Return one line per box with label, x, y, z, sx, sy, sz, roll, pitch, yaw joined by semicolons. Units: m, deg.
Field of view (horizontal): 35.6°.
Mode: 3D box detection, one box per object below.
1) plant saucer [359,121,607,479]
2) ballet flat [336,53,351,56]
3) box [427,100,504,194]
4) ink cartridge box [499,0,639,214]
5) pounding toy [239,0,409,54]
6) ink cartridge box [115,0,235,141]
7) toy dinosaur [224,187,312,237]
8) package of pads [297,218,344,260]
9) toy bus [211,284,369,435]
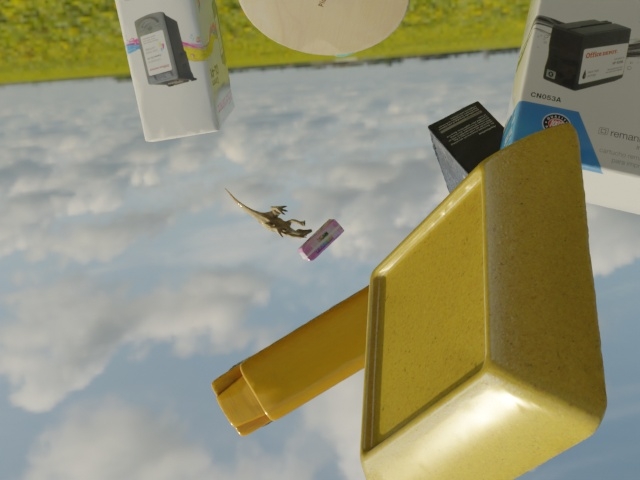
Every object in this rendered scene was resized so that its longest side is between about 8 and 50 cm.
plant saucer;0.131;0.084;0.983;0.081;0.332;0.333;19;141;-19
ballet flat;0.018;-0.373;1.443;0.083;0.247;0.087;8;153;-33
box;0.248;-0.096;1.487;0.093;0.156;0.158;-28;-139;-2
ink cartridge box;0.373;-0.212;1.308;0.223;0.307;0.129;13;165;5
pounding toy;0.024;-0.309;1.044;0.183;0.110;0.237;31;139;-34
ink cartridge box;-0.237;-0.337;1.627;0.131;0.306;0.226;-9;-163;5
toy dinosaur;-0.087;-0.034;1.766;0.183;0.053;0.092;27;167;-26
package of pads;0.000;0.000;1.724;0.083;0.032;0.050;-44;-170;-8
toy bus;-0.010;0.182;1.546;0.333;0.108;0.130;-31;177;4
